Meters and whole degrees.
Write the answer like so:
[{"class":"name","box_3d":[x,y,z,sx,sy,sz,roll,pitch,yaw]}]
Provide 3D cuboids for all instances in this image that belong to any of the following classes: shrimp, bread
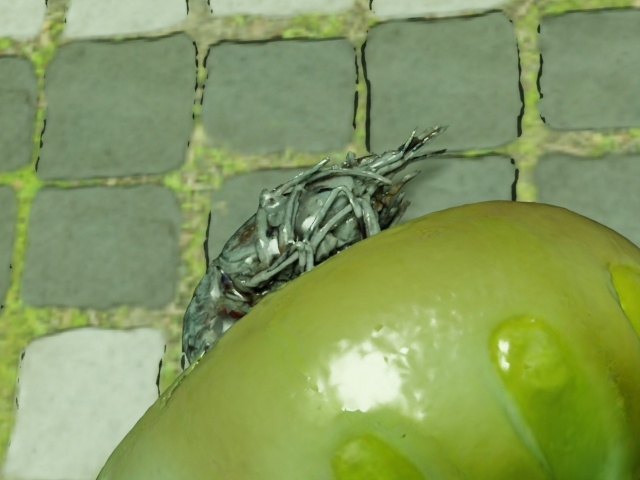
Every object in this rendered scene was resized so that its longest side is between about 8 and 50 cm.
[{"class":"shrimp","box_3d":[0.000,0.000,0.768,0.165,0.056,0.065,-42,46,-3]},{"class":"bread","box_3d":[0.045,0.078,0.657,0.261,0.156,0.158,-32,59,-7]}]
